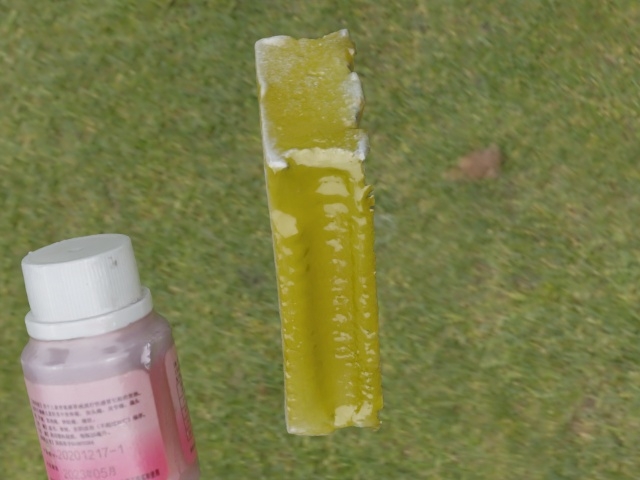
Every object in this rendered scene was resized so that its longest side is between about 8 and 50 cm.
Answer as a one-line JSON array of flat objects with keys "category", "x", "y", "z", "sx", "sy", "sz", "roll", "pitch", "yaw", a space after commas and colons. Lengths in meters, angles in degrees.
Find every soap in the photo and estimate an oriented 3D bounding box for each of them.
[{"category": "soap", "x": 0.000, "y": 0.000, "z": 1.272, "sx": 0.091, "sy": 0.315, "sz": 0.199, "roll": -4, "pitch": 41, "yaw": -1}]

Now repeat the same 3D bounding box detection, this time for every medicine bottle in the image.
[{"category": "medicine bottle", "x": -0.198, "y": 0.124, "z": 1.355, "sx": 0.147, "sy": 0.147, "sz": 0.247, "roll": -4, "pitch": 104, "yaw": 26}]
